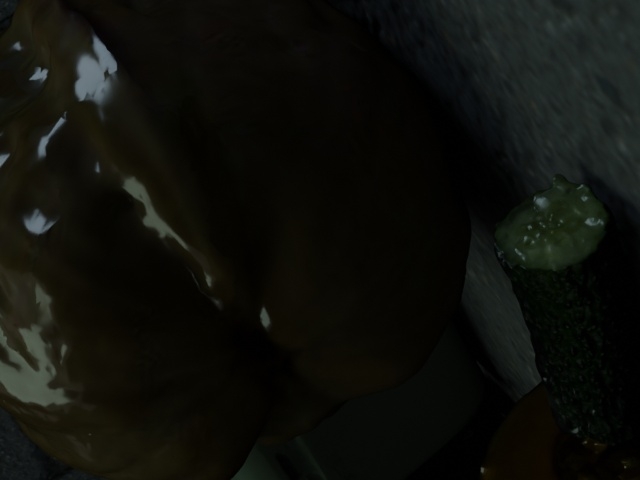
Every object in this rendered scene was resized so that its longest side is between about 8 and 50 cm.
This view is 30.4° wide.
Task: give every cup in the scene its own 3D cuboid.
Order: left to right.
[{"bbox_3d":[0.126,0.238,1.046,0.169,0.177,0.223,59,174,-7],"label":"cup"}]

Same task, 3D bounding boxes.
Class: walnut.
[{"bbox_3d":[-0.084,-0.027,0.714,0.344,0.306,0.306,59,178,45],"label":"walnut"}]

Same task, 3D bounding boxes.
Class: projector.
[{"bbox_3d":[-0.038,0.075,1.025,0.248,0.249,0.249,33,157,57],"label":"projector"}]

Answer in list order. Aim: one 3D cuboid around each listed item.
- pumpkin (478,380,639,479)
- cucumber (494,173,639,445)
[{"bbox_3d":[0.182,0.196,0.634,0.248,0.126,0.131,48,172,46],"label":"pumpkin"},{"bbox_3d":[0.128,0.040,0.577,0.058,0.058,0.187,50,174,38],"label":"cucumber"}]
